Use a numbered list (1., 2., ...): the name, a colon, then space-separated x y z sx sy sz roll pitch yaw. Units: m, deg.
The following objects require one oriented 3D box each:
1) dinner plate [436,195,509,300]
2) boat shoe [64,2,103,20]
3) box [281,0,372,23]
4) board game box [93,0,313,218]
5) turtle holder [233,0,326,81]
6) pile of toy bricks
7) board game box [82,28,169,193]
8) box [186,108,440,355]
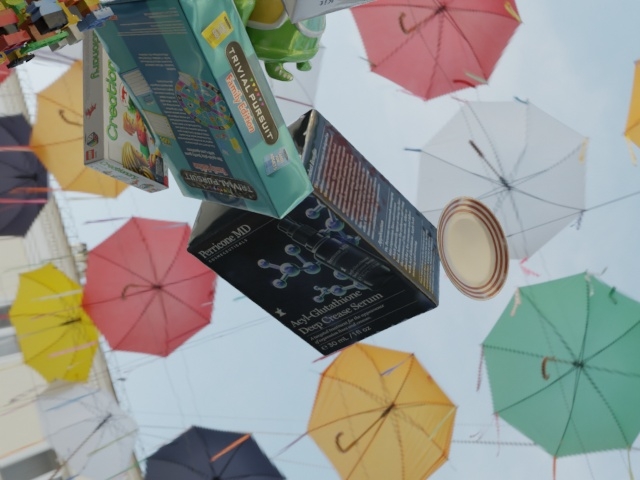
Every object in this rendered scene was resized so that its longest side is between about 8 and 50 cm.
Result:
1. dinner plate: 0.200 0.011 1.023 0.017 0.141 0.141 -21 -97 49
2. boat shoe: -0.331 -0.313 1.006 0.100 0.035 0.035 17 -76 -16
3. box: 0.052 -0.219 0.491 0.145 0.186 0.038 -20 -100 -16
4. board game box: -0.174 -0.204 1.110 0.253 0.079 0.336 14 -42 45
5. turtle holder: -0.125 -0.468 1.543 0.243 0.320 0.228 39 -57 36
6. pile of toy bricks: -0.318 -0.252 0.810 0.118 0.212 0.105 -22 -75 32
7. board game box: -0.363 -0.260 1.446 0.053 0.193 0.306 -12 -106 22
8. box: 0.000 0.000 1.489 0.293 0.212 0.395 -29 -57 33
